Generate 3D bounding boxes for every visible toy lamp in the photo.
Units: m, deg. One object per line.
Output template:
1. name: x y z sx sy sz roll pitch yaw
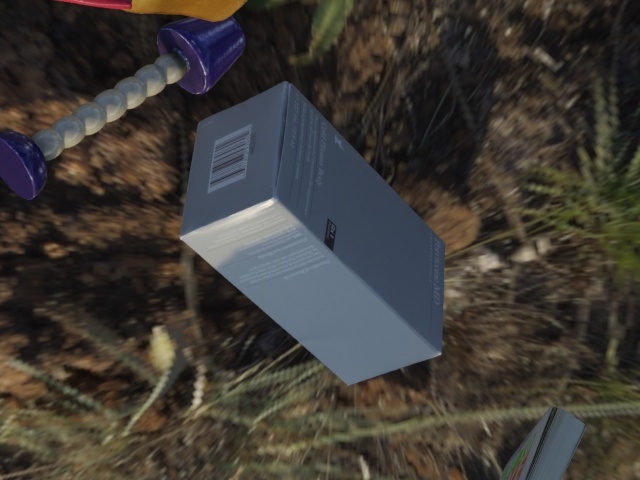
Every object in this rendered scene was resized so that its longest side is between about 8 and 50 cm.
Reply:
1. toy lamp: -0.187 -0.137 1.676 0.275 0.080 0.080 -38 88 -26

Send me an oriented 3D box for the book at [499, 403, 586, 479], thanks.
1. book: 0.164 0.213 1.445 0.035 0.144 0.096 35 128 0

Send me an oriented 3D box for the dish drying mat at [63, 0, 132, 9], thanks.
1. dish drying mat: -0.105 -0.088 0.592 0.083 0.032 0.008 9 106 -5

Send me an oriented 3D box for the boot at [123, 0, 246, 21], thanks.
1. boot: -0.088 -0.303 1.402 0.295 0.211 0.104 -53 53 32

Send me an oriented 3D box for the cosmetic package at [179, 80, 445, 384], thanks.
1. cosmetic package: 0.000 0.000 1.407 0.107 0.238 0.127 -23 46 31
